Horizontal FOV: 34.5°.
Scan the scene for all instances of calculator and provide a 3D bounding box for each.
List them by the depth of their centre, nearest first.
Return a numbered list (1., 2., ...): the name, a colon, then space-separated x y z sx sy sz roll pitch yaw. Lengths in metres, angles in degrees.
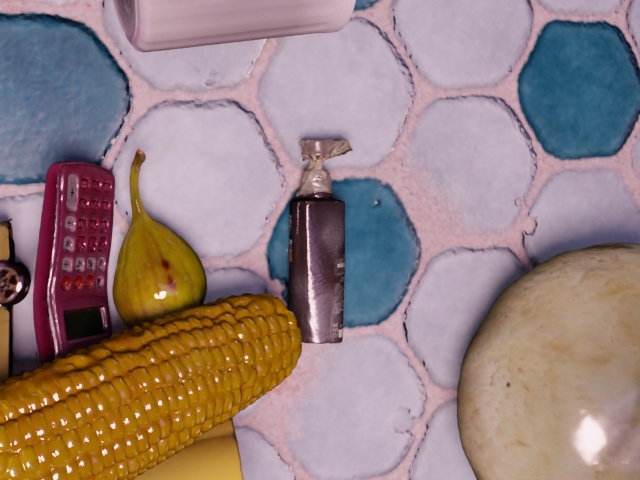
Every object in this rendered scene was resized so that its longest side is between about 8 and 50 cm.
1. calculator: -0.221 0.025 0.929 0.034 0.126 0.190 2 89 12

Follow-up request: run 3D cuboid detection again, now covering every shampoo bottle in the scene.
1. shampoo bottle: -0.001 0.000 1.044 0.063 0.057 0.208 0 93 -22

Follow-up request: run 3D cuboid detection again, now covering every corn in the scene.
1. corn: -0.166 0.136 0.859 0.363 0.120 0.120 -26 102 -37

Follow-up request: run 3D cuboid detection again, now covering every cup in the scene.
1. cup: -0.096 -0.276 0.962 0.202 0.221 0.167 -13 131 -18

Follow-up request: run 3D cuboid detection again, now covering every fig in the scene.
1. fig: -0.149 0.004 0.973 0.093 0.093 0.166 5 84 -22

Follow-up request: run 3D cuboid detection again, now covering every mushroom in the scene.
1. mushroom: 0.312 0.169 1.073 0.352 0.260 0.352 1 87 -16

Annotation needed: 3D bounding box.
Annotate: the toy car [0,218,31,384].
1. toy car: -0.317 0.108 0.899 0.124 0.101 0.257 1 90 -14

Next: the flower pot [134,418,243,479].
1. flower pot: -0.157 0.262 0.932 0.179 0.195 0.195 -6 95 -10
